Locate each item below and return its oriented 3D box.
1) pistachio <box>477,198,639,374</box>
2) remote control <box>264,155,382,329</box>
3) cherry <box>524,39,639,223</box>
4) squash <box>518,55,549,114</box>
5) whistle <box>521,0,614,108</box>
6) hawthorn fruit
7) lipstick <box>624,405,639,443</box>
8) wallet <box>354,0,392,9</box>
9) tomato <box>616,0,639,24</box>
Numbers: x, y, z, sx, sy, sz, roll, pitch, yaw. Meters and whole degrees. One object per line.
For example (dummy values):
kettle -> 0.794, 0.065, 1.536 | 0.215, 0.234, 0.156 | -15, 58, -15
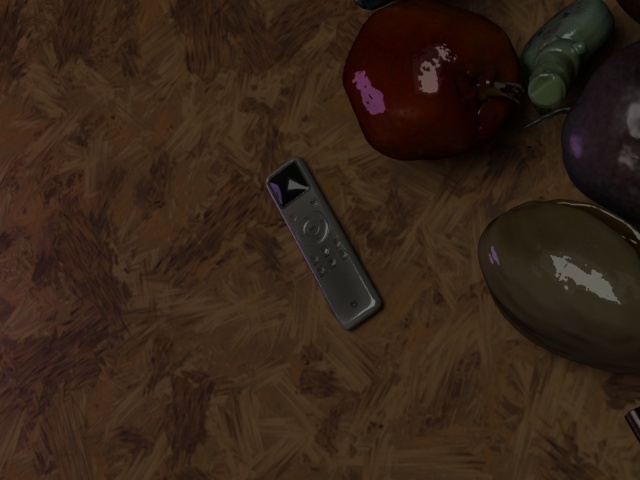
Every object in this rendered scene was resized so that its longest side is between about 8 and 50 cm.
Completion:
pistachio -> 0.308, 0.060, 1.694 | 0.288, 0.166, 0.197 | 36, 121, 25
remote control -> 0.000, 0.000, 1.936 | 0.067, 0.029, 0.261 | -36, 64, 15
cherry -> 0.388, -0.125, 1.676 | 0.266, 0.183, 0.213 | 39, 127, 20
squash -> 0.275, -0.203, 1.848 | 0.027, 0.027, 0.089 | -32, 67, 17
whistle -> 0.298, -0.227, 1.744 | 0.126, 0.258, 0.067 | -36, 101, 30
hawthorn fruit -> 0.160, -0.198, 1.781 | 0.299, 0.211, 0.211 | 8, 81, 55
lipstick -> 0.410, 0.276, 1.665 | 0.027, 0.027, 0.176 | -34, 67, 16
wallet -> 0.226, -0.400, 1.828 | 0.379, 0.190, 0.046 | -26, 96, 19
tomato -> 0.454, -0.368, 1.590 | 0.316, 0.282, 0.317 | 22, 132, 27
